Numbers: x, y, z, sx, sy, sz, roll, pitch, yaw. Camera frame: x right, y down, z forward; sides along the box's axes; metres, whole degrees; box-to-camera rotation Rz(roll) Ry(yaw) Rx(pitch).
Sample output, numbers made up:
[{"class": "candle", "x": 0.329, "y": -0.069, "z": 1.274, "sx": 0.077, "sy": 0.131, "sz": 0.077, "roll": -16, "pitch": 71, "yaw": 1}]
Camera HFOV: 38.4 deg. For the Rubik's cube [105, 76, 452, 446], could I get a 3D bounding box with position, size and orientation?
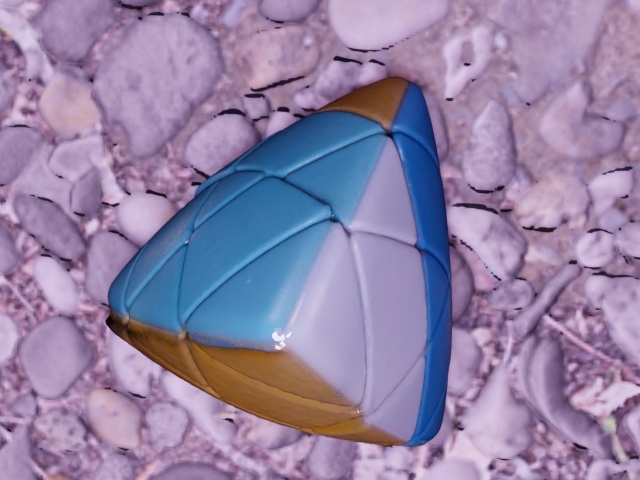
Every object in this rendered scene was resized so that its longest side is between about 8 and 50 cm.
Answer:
[{"class": "Rubik's cube", "x": 0.000, "y": 0.000, "z": 0.535, "sx": 0.254, "sy": 0.254, "sz": 0.255, "roll": 0, "pitch": 101, "yaw": 1}]
